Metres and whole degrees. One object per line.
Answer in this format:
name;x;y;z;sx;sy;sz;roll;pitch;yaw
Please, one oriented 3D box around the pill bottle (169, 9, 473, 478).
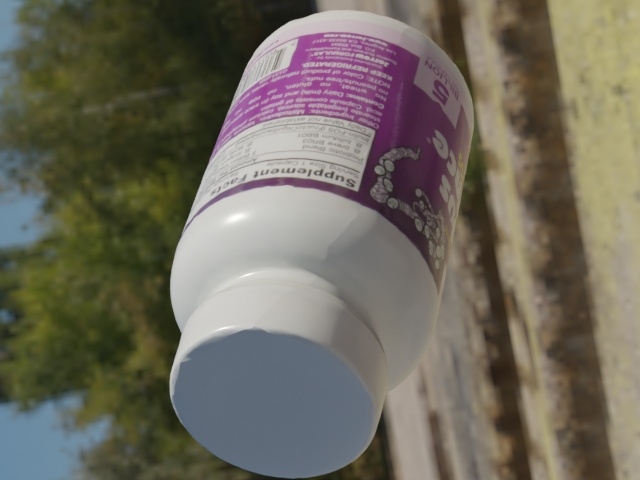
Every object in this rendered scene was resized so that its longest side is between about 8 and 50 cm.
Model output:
pill bottle;0.000;0.000;1.193;0.301;0.169;0.169;-74;-19;-48
